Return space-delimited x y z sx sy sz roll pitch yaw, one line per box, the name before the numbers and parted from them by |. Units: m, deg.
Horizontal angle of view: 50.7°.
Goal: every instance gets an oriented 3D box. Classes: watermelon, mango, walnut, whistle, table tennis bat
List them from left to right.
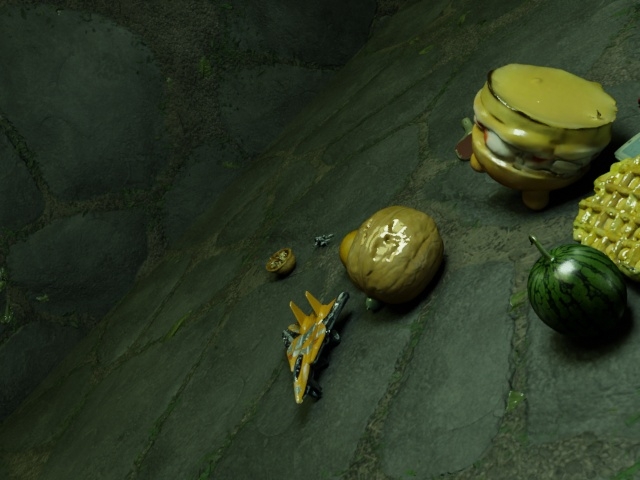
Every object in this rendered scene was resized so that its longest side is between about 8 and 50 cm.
walnut | -0.111 0.071 2.014 0.091 0.052 0.121 -49 21 -14
mango | 0.106 0.035 1.673 0.115 0.090 0.178 -49 24 8
whistle | 0.135 0.122 1.535 0.100 0.035 0.035 -49 23 -22
walnut | 0.161 0.033 1.465 0.222 0.195 0.195 -57 25 -17
table tennis bat | 0.420 -0.286 1.852 0.131 0.022 0.234 -35 24 17
watermelon | 0.378 0.065 1.033 0.140 0.187 0.141 -44 13 13

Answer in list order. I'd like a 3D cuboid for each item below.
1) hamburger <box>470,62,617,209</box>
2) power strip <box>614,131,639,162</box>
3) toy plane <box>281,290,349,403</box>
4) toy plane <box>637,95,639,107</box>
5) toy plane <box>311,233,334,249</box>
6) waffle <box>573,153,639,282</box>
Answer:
hamburger | 0.440 -0.208 1.384 0.276 0.276 0.237 -69 -9 -49
power strip | 0.611 -0.127 1.188 0.078 0.052 0.272 -40 22 12
toy plane | -0.019 0.249 1.479 0.204 0.103 0.316 -34 30 23
toy plane | 0.698 -0.317 1.310 0.194 0.126 0.077 -13 35 -39
toy plane | 0.000 0.000 1.993 0.078 0.031 0.083 -32 21 -18
waffle | 0.522 -0.046 1.104 0.262 0.060 0.281 -44 22 50
